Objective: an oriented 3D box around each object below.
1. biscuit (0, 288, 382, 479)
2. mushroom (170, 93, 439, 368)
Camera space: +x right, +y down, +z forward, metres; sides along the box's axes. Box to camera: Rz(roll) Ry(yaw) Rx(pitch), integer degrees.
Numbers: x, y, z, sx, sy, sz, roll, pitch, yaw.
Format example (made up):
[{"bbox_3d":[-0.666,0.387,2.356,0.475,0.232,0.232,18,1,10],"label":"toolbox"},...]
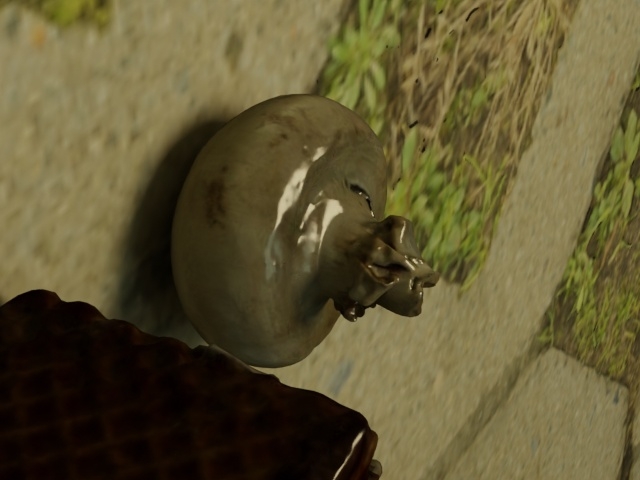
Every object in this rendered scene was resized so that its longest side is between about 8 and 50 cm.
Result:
[{"bbox_3d":[-0.124,0.157,0.262,0.388,0.107,0.073,-49,146,-41],"label":"biscuit"},{"bbox_3d":[0.000,0.000,0.444,0.085,0.079,0.085,-32,129,-50],"label":"mushroom"}]
